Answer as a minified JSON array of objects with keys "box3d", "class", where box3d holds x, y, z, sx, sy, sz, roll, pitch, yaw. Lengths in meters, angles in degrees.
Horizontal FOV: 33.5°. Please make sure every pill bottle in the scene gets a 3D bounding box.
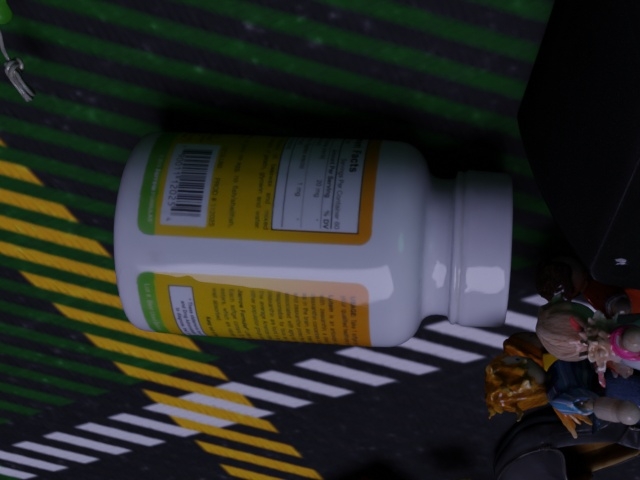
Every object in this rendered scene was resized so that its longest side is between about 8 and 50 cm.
[{"box3d":[0.000,0.000,0.705,0.245,0.136,0.136,3,135,7],"class":"pill bottle"}]

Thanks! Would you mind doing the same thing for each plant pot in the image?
[{"box3d":[0.222,-0.067,0.581,0.188,0.167,0.187,9,135,-1],"class":"plant pot"}]

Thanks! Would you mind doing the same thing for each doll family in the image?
[{"box3d":[0.187,0.081,0.666,0.163,0.263,0.118,4,97,11],"class":"doll family"}]

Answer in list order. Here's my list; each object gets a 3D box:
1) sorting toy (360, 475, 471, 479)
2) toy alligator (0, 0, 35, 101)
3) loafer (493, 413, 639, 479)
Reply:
[{"box3d":[0.061,0.277,1.031,0.132,0.046,0.274,39,129,-25],"class":"sorting toy"},{"box3d":[-0.208,-0.171,0.640,0.051,0.056,0.190,-38,128,-11],"class":"toy alligator"},{"box3d":[0.207,0.179,0.897,0.062,0.061,0.170,27,133,-18],"class":"loafer"}]
